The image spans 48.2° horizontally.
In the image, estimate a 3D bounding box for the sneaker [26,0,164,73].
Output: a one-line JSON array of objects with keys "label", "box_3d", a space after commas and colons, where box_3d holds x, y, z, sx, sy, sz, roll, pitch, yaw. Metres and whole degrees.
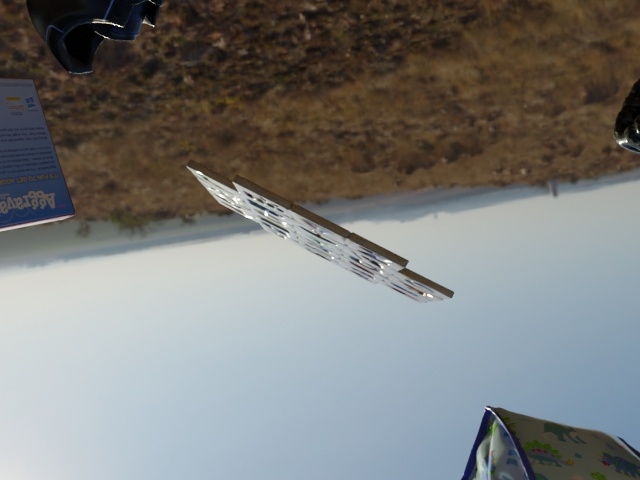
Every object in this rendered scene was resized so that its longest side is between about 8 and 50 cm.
[{"label": "sneaker", "box_3d": [-0.139, -0.214, 0.540, 0.232, 0.090, 0.081, -25, -178, 36]}]

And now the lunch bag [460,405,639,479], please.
[{"label": "lunch bag", "box_3d": [0.188, 0.199, 0.517, 0.129, 0.096, 0.151, 13, -172, -11]}]

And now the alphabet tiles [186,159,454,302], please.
[{"label": "alphabet tiles", "box_3d": [0.000, 0.000, 0.793, 0.285, 0.011, 0.342, 26, 175, 3]}]

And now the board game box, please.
[{"label": "board game box", "box_3d": [-0.340, -0.067, 0.599, 0.027, 0.145, 0.281, -17, -178, 30]}]

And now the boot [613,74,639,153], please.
[{"label": "boot", "box_3d": [0.426, -0.050, 0.774, 0.260, 0.348, 0.131, 20, -166, -12]}]
